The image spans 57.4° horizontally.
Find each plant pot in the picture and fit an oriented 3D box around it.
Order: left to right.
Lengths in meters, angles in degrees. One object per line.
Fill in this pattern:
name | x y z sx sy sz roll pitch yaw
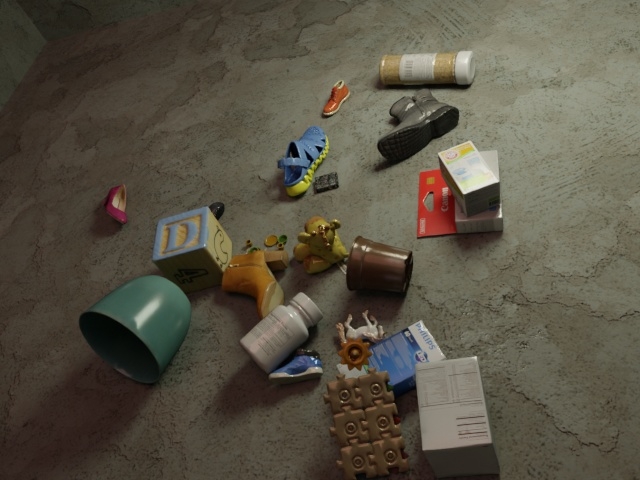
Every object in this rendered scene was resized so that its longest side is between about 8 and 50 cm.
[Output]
plant pot | -0.534 0.248 1.779 0.293 0.293 0.235 8 40 28
plant pot | 0.178 0.078 1.707 0.165 0.167 0.167 8 55 19

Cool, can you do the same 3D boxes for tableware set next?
tableware set | -0.189 0.017 1.995 0.154 0.024 0.104 0 51 23

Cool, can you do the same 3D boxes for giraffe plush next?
giraffe plush | 0.000 0.000 1.829 0.210 0.170 0.181 29 67 38

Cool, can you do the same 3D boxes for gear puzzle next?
gear puzzle | 0.101 0.408 1.443 0.176 0.044 0.338 -12 75 3

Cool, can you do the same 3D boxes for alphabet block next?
alphabet block | -0.424 0.036 1.958 0.194 0.197 0.192 -14 49 12

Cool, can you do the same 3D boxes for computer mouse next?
computer mouse | -0.436 -0.055 2.146 0.071 0.041 0.242 16 60 31

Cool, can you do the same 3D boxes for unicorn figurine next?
unicorn figurine | 0.125 0.252 1.649 0.162 0.060 0.111 -27 45 21

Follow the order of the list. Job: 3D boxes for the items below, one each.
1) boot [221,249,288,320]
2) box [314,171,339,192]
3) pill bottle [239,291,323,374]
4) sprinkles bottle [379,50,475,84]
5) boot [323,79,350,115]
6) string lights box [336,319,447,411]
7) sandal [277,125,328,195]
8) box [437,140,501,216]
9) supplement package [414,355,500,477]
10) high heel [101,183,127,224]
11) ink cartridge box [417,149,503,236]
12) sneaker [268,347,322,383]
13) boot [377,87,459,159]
boot | -0.222 0.152 1.853 0.211 0.104 0.295 -10 43 21
box | 0.023 -0.209 2.102 0.083 0.018 0.067 -15 48 10
pill bottle | -0.109 0.261 1.681 0.229 0.131 0.131 -42 49 -15
sprinkles bottle | 0.410 -0.663 2.256 0.356 0.121 0.121 7 55 27
boot | 0.055 -0.575 2.356 0.059 0.084 0.158 22 64 33
string lights box | 0.189 0.333 1.533 0.260 0.076 0.133 -27 47 -1
sandal | -0.067 -0.318 2.145 0.126 0.138 0.317 -9 45 34
box | 0.446 -0.188 1.762 0.114 0.103 0.203 -21 48 2
supplement package | 0.312 0.408 1.339 0.149 0.194 0.203 -11 48 15
high heel | -0.801 -0.147 2.350 0.117 0.082 0.244 -47 36 -6
ink cartridge box | 0.435 -0.151 1.851 0.261 0.066 0.296 -5 50 17
sneaker | -0.072 0.349 1.639 0.152 0.058 0.084 -12 54 7
boot | 0.310 -0.423 2.117 0.338 0.118 0.222 -26 43 -15
